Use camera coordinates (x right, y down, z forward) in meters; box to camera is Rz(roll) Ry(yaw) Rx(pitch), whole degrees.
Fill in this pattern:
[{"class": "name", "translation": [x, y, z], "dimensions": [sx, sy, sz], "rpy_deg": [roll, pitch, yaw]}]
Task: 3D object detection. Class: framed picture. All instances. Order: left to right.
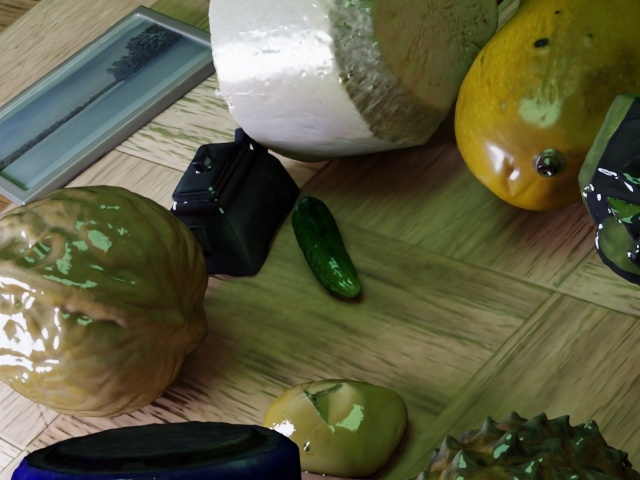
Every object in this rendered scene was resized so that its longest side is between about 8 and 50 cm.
[{"class": "framed picture", "translation": [-0.252, -0.151, 1.917], "dimensions": [0.289, 0.016, 0.213], "rpy_deg": [-39, 36, -17]}]

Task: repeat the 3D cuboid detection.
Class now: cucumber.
[{"class": "cucumber", "translation": [0.000, 0.000, 1.534], "dimensions": [0.039, 0.039, 0.168], "rpy_deg": [-26, 36, 1]}]

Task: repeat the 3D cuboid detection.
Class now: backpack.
[{"class": "backpack", "translation": [0.302, 0.004, 1.189], "dimensions": [0.253, 0.207, 0.140], "rpy_deg": [22, 79, 37]}]

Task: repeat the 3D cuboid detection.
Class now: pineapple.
[{"class": "pineapple", "translation": [0.134, 0.182, 1.116], "dimensions": [0.166, 0.166, 0.193], "rpy_deg": [7, 13, 39]}]

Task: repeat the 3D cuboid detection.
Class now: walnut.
[{"class": "walnut", "translation": [-0.189, 0.051, 1.467], "dimensions": [0.213, 0.213, 0.213], "rpy_deg": [-18, 35, 13]}]

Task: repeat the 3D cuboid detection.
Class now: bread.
[{"class": "bread", "translation": [0.007, 0.136, 1.333], "dimensions": [0.115, 0.056, 0.082], "rpy_deg": [7, 46, 39]}]

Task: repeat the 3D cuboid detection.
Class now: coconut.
[{"class": "coconut", "translation": [0.015, -0.191, 1.586], "dimensions": [0.244, 0.239, 0.239], "rpy_deg": [-3, 40, 44]}]

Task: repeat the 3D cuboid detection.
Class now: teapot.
[{"class": "teapot", "translation": [-0.091, -0.041, 1.595], "dimensions": [0.087, 0.096, 0.177], "rpy_deg": [-3, 40, 31]}]

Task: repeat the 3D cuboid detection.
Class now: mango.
[{"class": "mango", "translation": [0.217, -0.149, 1.491], "dimensions": [0.187, 0.144, 0.359], "rpy_deg": [-18, 27, 34]}]

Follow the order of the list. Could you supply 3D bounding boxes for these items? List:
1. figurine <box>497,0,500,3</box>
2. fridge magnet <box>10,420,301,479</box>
[{"class": "figurine", "translation": [0.109, -0.363, 1.773], "dimensions": [0.160, 0.226, 0.183], "rpy_deg": [9, 48, 39]}, {"class": "fridge magnet", "translation": [-0.112, 0.190, 1.220], "dimensions": [0.265, 0.113, 0.265], "rpy_deg": [-4, 4, 0]}]
